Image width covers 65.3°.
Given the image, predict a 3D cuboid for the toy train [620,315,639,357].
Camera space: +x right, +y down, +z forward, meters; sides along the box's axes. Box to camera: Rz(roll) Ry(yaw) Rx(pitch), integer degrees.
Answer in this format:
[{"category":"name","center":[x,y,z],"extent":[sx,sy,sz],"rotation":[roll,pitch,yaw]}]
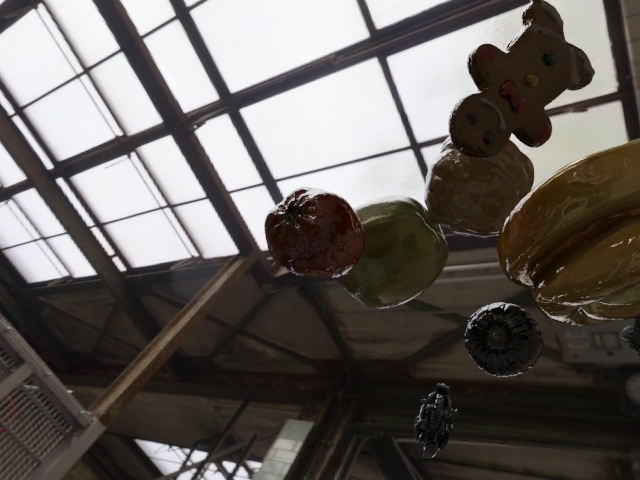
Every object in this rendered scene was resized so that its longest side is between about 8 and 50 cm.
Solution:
[{"category":"toy train","center":[0.887,0.222,1.332],"extent":[0.127,0.089,0.219],"rotation":[-24,-56,-18]}]

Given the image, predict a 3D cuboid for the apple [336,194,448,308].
[{"category":"apple","center":[0.272,0.038,1.988],"extent":[0.474,0.474,0.473],"rotation":[15,-109,-52]}]

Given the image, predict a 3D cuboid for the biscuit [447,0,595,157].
[{"category":"biscuit","center":[0.466,-0.354,1.162],"extent":[0.432,0.064,0.283],"rotation":[-42,-81,-14]}]

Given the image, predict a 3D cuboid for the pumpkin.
[{"category":"pumpkin","center":[0.482,0.262,1.327],"extent":[0.140,0.202,0.201],"rotation":[29,-120,-49]}]

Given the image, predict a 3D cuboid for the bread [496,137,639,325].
[{"category":"bread","center":[0.502,0.003,0.877],"extent":[0.245,0.329,0.424],"rotation":[53,-178,30]}]

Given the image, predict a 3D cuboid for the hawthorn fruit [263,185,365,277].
[{"category":"hawthorn fruit","center":[0.000,0.000,1.487],"extent":[0.330,0.287,0.287],"rotation":[44,-130,-45]}]

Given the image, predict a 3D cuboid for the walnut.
[{"category":"walnut","center":[0.421,-0.145,1.333],"extent":[0.296,0.285,0.285],"rotation":[-50,-56,-26]}]

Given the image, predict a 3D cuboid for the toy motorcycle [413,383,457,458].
[{"category":"toy motorcycle","center":[0.318,0.480,1.368],"extent":[0.159,0.106,0.270],"rotation":[-60,-23,-43]}]
